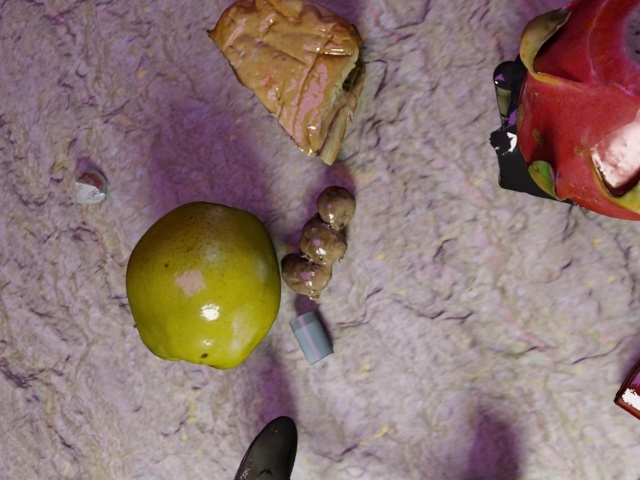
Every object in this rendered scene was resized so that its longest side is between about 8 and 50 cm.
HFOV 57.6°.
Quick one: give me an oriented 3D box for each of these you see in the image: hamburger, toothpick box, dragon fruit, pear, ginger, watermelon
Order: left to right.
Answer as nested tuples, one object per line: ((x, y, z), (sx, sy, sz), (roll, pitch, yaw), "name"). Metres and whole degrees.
((-0.501, -0.116, 1.260), (0.085, 0.061, 0.085), (-5, 80, 32), "watermelon")
((-0.198, 0.069, 1.005), (0.294, 0.294, 0.294), (-2, 85, 23), "pear")
((-0.023, -0.306, 1.014), (0.209, 0.162, 0.330), (-42, 69, 12), "hamburger")
((-0.016, 0.172, 1.031), (0.052, 0.052, 0.083), (-31, 75, 18), "toothpick box")
((0.000, 0.000, 1.023), (0.104, 0.080, 0.204), (33, 101, 28), "ginger")
((0.352, -0.166, 0.620), (0.290, 0.189, 0.291), (-5, 76, 20), "dragon fruit")

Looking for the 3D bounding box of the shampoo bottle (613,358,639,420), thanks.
((0.541, 0.257, 0.775), (0.260, 0.064, 0.102), (35, 96, 21), "shampoo bottle")

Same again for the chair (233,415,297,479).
((0.080, 0.434, 0.877), (0.401, 0.226, 0.227), (11, 90, 23), "chair")

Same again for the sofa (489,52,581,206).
((0.376, -0.161, 0.821), (0.258, 0.200, 0.182), (16, 81, 25), "sofa")
